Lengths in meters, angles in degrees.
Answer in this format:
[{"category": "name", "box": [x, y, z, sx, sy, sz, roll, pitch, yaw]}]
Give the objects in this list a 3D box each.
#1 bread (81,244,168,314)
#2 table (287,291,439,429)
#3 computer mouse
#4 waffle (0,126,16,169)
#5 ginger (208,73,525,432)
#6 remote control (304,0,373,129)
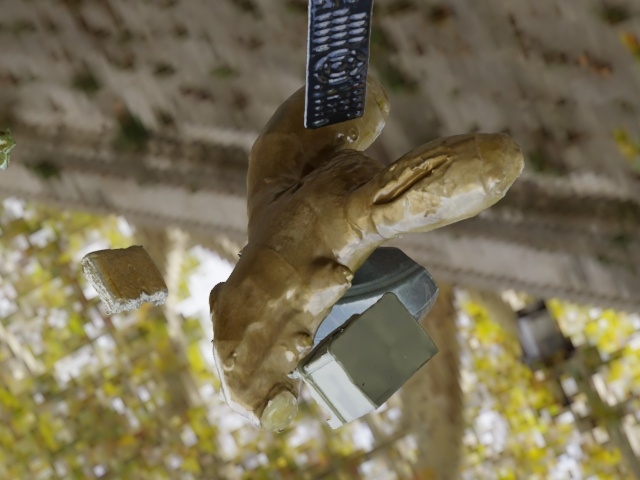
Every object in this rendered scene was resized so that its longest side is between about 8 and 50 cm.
[{"category": "bread", "box": [-0.195, 0.037, 1.983, 0.083, 0.070, 0.035, -16, 156, -49]}, {"category": "table", "box": [0.031, 0.094, 1.538, 0.079, 0.062, 0.083, -40, -178, -31]}, {"category": "computer mouse", "box": [0.005, 0.078, 1.953, 0.231, 0.126, 0.071, -13, -130, -3]}, {"category": "waffle", "box": [-0.409, -0.063, 1.918, 0.208, 0.054, 0.214, -7, 163, -46]}, {"category": "ginger", "box": [-0.015, -0.015, 1.896, 0.348, 0.122, 0.363, -43, -142, -7]}, {"category": "remote control", "box": [0.015, -0.179, 1.782, 0.063, 0.245, 0.025, -10, -121, -9]}]
